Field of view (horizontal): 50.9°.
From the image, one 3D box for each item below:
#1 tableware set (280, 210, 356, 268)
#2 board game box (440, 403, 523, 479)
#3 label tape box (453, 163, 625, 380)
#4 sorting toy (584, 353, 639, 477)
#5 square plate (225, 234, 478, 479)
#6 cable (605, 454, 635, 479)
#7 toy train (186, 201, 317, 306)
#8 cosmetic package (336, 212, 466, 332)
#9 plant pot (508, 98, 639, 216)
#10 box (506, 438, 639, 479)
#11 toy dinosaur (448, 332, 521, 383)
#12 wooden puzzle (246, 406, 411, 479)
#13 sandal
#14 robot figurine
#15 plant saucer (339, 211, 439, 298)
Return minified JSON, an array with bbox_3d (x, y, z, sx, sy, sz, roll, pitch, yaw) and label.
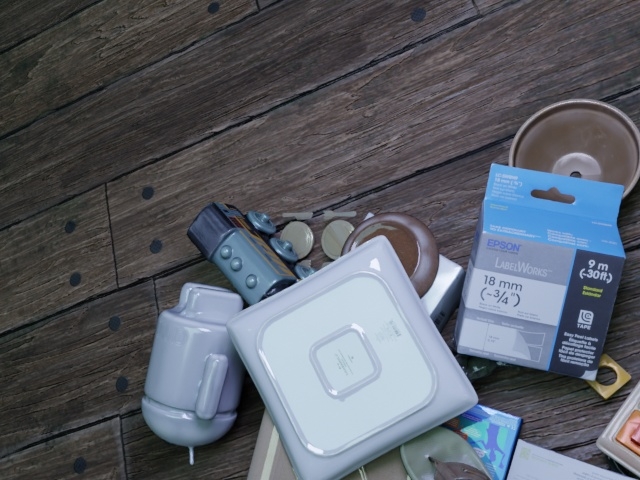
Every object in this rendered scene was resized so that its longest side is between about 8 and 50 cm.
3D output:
[{"bbox_3d":[0.000,0.000,1.487,0.194,0.039,0.128,0,85,29],"label":"tableware set"},{"bbox_3d":[0.266,0.404,1.239,0.160,0.047,0.210,15,79,26],"label":"board game box"},{"bbox_3d":[0.385,0.051,1.176,0.241,0.106,0.333,11,100,8],"label":"label tape box"},{"bbox_3d":[0.583,0.314,1.103,0.348,0.047,0.196,34,74,34],"label":"sorting toy"},{"bbox_3d":[0.044,0.211,1.188,0.344,0.049,0.347,-29,75,3],"label":"square plate"},{"bbox_3d":[0.590,0.450,1.102,0.287,0.072,0.139,38,107,40],"label":"cable"},{"bbox_3d":[-0.136,0.051,1.424,0.142,0.190,0.334,-50,65,17],"label":"toy train"},{"bbox_3d":[0.140,0.105,1.337,0.225,0.138,0.224,33,88,26],"label":"cosmetic package"},{"bbox_3d":[0.488,-0.141,1.286,0.237,0.110,0.237,-7,71,22],"label":"plant pot"},{"bbox_3d":[0.379,0.512,1.087,0.232,0.058,0.322,3,69,58],"label":"box"},{"bbox_3d":[0.251,0.238,1.273,0.268,0.064,0.118,-22,35,-1],"label":"toy dinosaur"},{"bbox_3d":[0.037,0.468,1.201,0.348,0.080,0.322,13,71,4],"label":"wooden puzzle"},{"bbox_3d":[0.249,0.424,1.110,0.120,0.086,0.303,-33,57,-11],"label":"sandal"},{"bbox_3d":[-0.256,0.270,1.399,0.200,0.300,0.353,11,89,-20],"label":"robot figurine"},{"bbox_3d":[0.123,0.034,1.270,0.199,0.036,0.198,-7,70,20],"label":"plant saucer"}]
